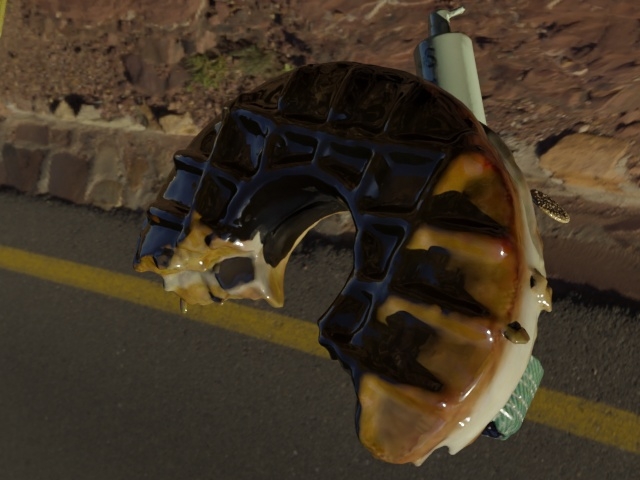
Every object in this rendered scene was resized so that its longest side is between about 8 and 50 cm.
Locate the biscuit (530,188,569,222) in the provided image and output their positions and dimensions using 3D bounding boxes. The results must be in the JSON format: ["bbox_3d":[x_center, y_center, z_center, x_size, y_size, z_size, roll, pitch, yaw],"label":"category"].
[{"bbox_3d":[0.555,-0.084,1.610,0.120,0.120,0.015,43,120,14],"label":"biscuit"}]

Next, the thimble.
[{"bbox_3d":[0.174,0.157,0.728,0.118,0.090,0.135,25,161,4],"label":"thimble"}]

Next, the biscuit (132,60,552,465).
[{"bbox_3d":[0.014,-0.013,0.537,0.366,0.115,0.268,24,88,35],"label":"biscuit"}]

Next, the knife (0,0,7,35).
[{"bbox_3d":[-0.295,-0.352,0.663,0.061,0.027,0.343,-6,73,29],"label":"knife"}]

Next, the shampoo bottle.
[{"bbox_3d":[0.178,-0.194,0.909,0.085,0.085,0.262,-15,74,33],"label":"shampoo bottle"}]
